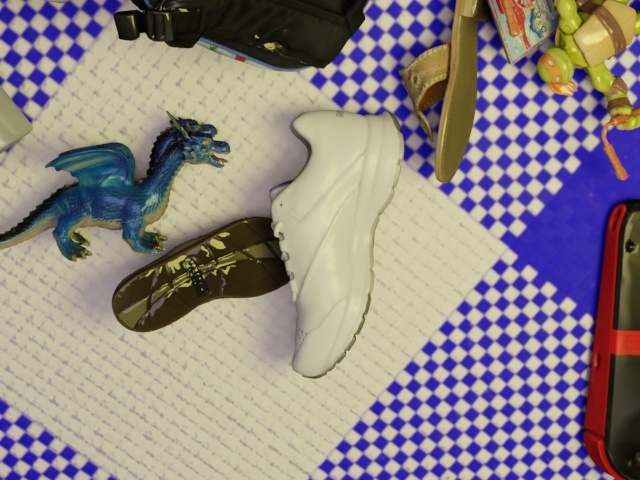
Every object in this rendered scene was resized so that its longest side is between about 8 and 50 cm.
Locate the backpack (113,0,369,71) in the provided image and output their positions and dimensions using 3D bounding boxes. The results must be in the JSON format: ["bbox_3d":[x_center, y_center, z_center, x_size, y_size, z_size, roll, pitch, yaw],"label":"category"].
[{"bbox_3d":[-0.057,-0.288,0.915,0.276,0.213,0.263,-50,140,13],"label":"backpack"}]

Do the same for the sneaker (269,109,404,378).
[{"bbox_3d":[0.000,0.000,1.054,0.129,0.111,0.297,10,93,-8],"label":"sneaker"}]

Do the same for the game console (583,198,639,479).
[{"bbox_3d":[0.511,0.127,1.151,0.386,0.060,0.342,2,97,-5],"label":"game console"}]

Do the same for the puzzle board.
[{"bbox_3d":[0.210,-0.262,1.021,0.096,0.011,0.128,-37,117,-26],"label":"puzzle board"}]

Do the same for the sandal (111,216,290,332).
[{"bbox_3d":[-0.124,0.034,1.068,0.219,0.060,0.090,-25,109,-17],"label":"sandal"}]

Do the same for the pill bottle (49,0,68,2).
[{"bbox_3d":[-0.277,-0.365,0.875,0.162,0.162,0.278,12,101,-7],"label":"pill bottle"}]

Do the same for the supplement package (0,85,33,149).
[{"bbox_3d":[-0.436,-0.122,0.968,0.203,0.149,0.194,-35,103,3],"label":"supplement package"}]

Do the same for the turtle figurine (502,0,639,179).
[{"bbox_3d":[0.311,-0.217,1.035,0.217,0.087,0.269,-36,107,-2],"label":"turtle figurine"}]

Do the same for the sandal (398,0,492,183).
[{"bbox_3d":[0.125,-0.185,1.047,0.079,0.088,0.240,13,95,25],"label":"sandal"}]

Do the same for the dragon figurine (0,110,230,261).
[{"bbox_3d":[-0.237,-0.058,1.030,0.289,0.085,0.144,-3,103,-4],"label":"dragon figurine"}]
